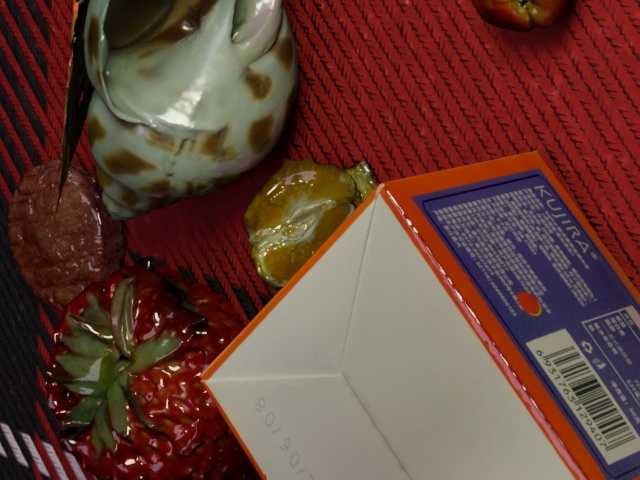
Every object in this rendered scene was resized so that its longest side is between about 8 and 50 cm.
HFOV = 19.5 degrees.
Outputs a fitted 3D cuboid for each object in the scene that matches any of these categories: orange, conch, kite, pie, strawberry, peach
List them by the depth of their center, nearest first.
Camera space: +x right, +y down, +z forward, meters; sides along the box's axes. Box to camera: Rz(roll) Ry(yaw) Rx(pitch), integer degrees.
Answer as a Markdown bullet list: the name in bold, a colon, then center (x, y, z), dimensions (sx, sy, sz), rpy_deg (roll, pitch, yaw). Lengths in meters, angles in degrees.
- **peach**: center (0.181, -0.239, 1.690), dimensions (0.101, 0.101, 0.100), rpy_deg (10, 105, 40)
- **orange**: center (0.000, 0.000, 1.879), dimensions (0.160, 0.170, 0.112), rpy_deg (22, 147, 37)
- **conch**: center (-0.147, -0.166, 1.892), dimensions (0.197, 0.249, 0.368), rpy_deg (35, 112, 52)
- **kite**: center (-0.245, -0.209, 1.986), dimensions (0.013, 0.327, 0.377), rpy_deg (10, 82, -1)
- **strawberry**: center (-0.155, 0.166, 2.010), dimensions (0.261, 0.257, 0.261), rpy_deg (-14, 67, 37)
- **pie**: center (-0.304, -0.005, 2.199), dimensions (0.182, 0.049, 0.182), rpy_deg (12, 108, 40)

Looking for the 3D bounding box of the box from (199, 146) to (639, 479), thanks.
- **box**: center (0.137, 0.153, 1.697), dimensions (0.348, 0.257, 0.318), rpy_deg (55, 130, 18)
